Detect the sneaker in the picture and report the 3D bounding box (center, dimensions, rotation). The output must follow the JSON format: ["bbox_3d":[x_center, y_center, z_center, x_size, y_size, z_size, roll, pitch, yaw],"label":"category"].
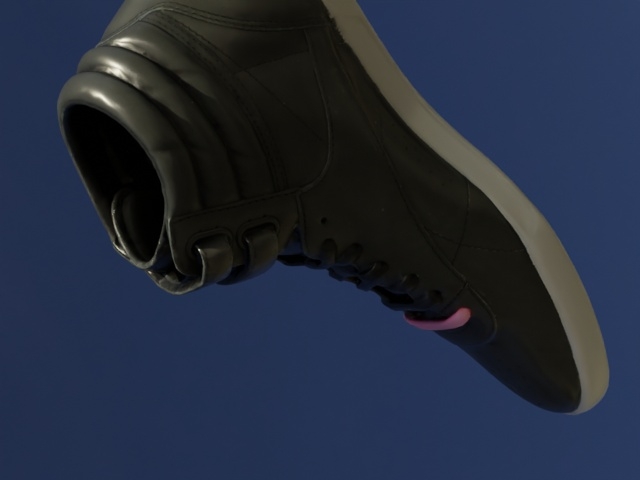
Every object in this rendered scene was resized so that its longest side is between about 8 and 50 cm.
[{"bbox_3d":[0.000,0.000,0.805,0.147,0.104,0.296,-46,-75,-24],"label":"sneaker"}]
